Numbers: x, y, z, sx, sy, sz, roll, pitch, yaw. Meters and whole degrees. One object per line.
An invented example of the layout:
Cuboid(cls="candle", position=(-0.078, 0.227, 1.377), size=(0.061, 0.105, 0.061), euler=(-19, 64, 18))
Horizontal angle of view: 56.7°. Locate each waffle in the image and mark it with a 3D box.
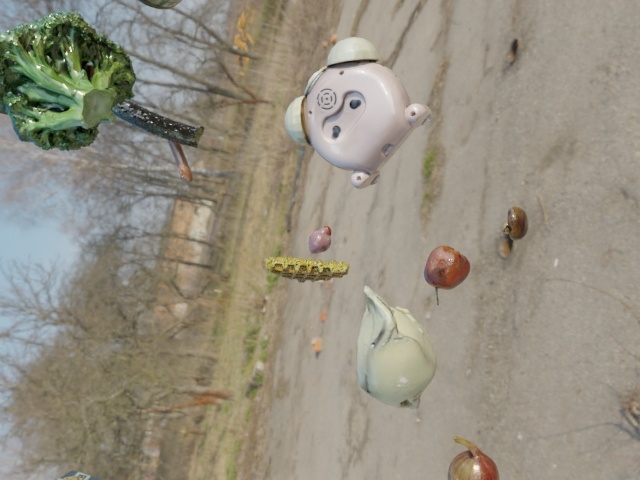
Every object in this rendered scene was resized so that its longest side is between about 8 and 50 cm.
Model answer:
Cuboid(cls="waffle", position=(-0.027, 0.068, 1.486), size=(0.161, 0.192, 0.046), euler=(36, -128, -57))

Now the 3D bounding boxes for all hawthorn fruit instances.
Cuboid(cls="hawthorn fruit", position=(0.444, 0.124, 2.162), size=(0.203, 0.163, 0.162), euler=(-57, 10, -3))

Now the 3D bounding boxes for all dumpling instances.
Cuboid(cls="dumpling", position=(0.177, 0.277, 1.634), size=(0.315, 0.233, 0.395), euler=(60, 177, 49))

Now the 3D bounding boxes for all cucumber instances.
Cuboid(cls="cucumber", position=(-0.525, -0.373, 1.889), size=(0.072, 0.304, 0.081), euler=(169, 117, -72))

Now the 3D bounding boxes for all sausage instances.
Cuboid(cls="sausage", position=(-0.471, -0.280, 1.979), size=(0.186, 0.043, 0.043), euler=(68, 164, 5))

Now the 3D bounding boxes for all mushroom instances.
Cuboid(cls="mushroom", position=(0.704, -0.063, 2.146), size=(0.127, 0.087, 0.127), euler=(-3, -86, -61))

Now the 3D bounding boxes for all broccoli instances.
Cuboid(cls="broccoli", position=(-0.533, -0.327, 1.261), size=(0.308, 0.275, 0.307), euler=(-36, -41, -39))

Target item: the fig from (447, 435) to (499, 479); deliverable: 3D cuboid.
Cuboid(cls="fig", position=(0.535, 0.786, 2.053), size=(0.175, 0.175, 0.207), euler=(-117, 31, -73))

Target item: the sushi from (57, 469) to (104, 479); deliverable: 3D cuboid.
Cuboid(cls="sushi", position=(-0.433, 0.469, 1.099), size=(0.139, 0.201, 0.031), euler=(-24, -59, -70))

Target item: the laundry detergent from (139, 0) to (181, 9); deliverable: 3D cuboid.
Cuboid(cls="laundry detergent", position=(-0.371, -0.657, 1.472), size=(0.222, 0.144, 0.078), euler=(-13, 80, 46))

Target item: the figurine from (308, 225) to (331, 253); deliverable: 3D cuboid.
Cuboid(cls="figurine", position=(0.000, 0.000, 1.748), size=(0.083, 0.067, 0.071), euler=(-62, -9, 25))

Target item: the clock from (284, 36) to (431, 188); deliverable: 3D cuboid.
Cuboid(cls="clock", position=(0.094, -0.351, 1.647), size=(0.342, 0.326, 0.184), euler=(-48, -11, 15))
